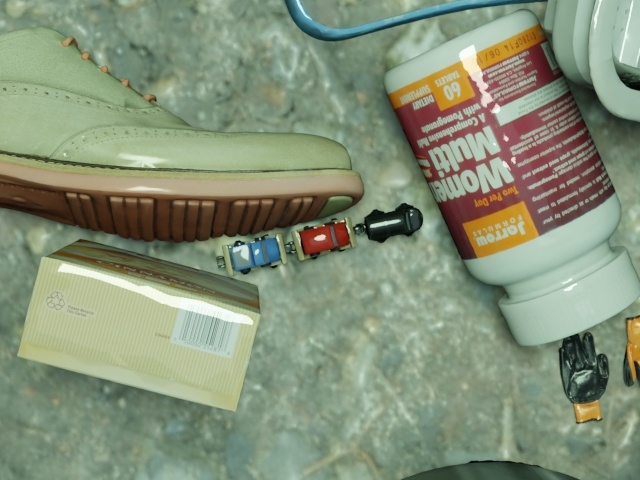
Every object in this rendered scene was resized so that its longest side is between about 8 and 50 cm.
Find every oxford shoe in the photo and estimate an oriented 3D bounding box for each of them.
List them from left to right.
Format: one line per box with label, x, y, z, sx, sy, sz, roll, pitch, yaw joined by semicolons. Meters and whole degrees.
oxford shoe;-0.162;-0.083;0.939;0.397;0.140;0.146;5;75;-11

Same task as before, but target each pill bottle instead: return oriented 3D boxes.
pill bottle;0.142;-0.044;0.962;0.121;0.121;0.221;-25;94;-1

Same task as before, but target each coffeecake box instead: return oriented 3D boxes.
coffeecake box;-0.117;0.053;0.921;0.142;0.185;0.068;15;93;-4

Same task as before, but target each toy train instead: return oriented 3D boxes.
toy train;0.000;0.000;0.998;0.158;0.036;0.027;-13;94;-2

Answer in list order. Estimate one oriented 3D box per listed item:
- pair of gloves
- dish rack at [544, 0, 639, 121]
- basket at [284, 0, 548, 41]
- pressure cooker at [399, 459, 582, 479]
pair of gloves;0.227;0.099;1.030;0.083;0.010;0.074;-14;95;0
dish rack;0.263;-0.214;0.902;0.333;0.072;0.285;4;98;-47
basket;0.078;-0.292;0.897;0.255;0.201;0.288;-11;87;-17
pressure cooker;0.130;0.346;0.835;0.370;0.420;0.375;4;93;-5
